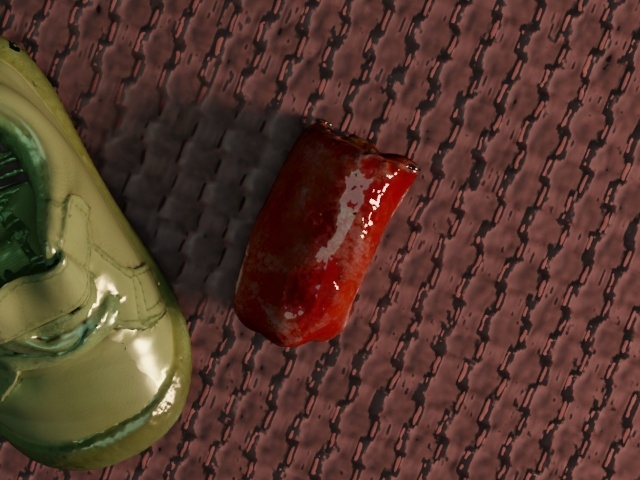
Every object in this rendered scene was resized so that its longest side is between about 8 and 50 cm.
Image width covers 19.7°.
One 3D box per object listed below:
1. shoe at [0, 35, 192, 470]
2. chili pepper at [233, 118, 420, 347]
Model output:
[{"bbox_3d":[-0.177,0.013,1.009,0.140,0.128,0.262,-19,98,17],"label":"shoe"},{"bbox_3d":[0.000,0.000,1.027,0.073,0.070,0.123,20,98,-21],"label":"chili pepper"}]
